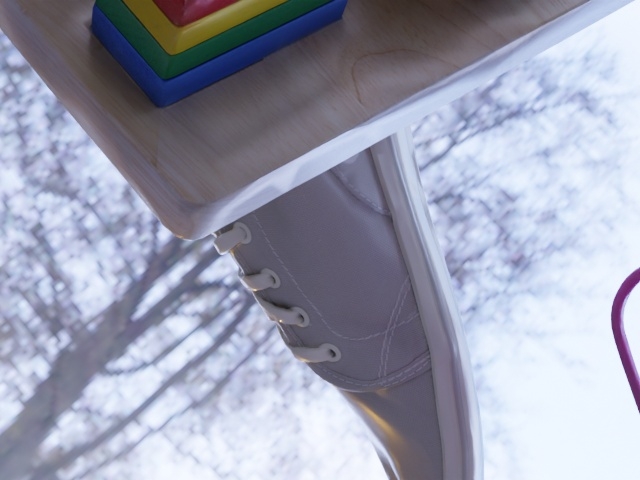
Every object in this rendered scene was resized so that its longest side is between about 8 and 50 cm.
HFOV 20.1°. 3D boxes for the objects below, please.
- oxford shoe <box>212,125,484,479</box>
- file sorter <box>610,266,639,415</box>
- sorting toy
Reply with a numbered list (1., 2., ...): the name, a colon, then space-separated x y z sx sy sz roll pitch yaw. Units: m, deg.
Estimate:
1. oxford shoe: 0.000 0.000 1.103 0.169 0.130 0.449 -133 -157 -62
2. file sorter: 0.323 0.078 1.041 0.202 0.290 0.182 -26 -109 29
3. sorting toy: -0.023 -0.168 0.714 0.257 0.255 0.089 49 -31 19
